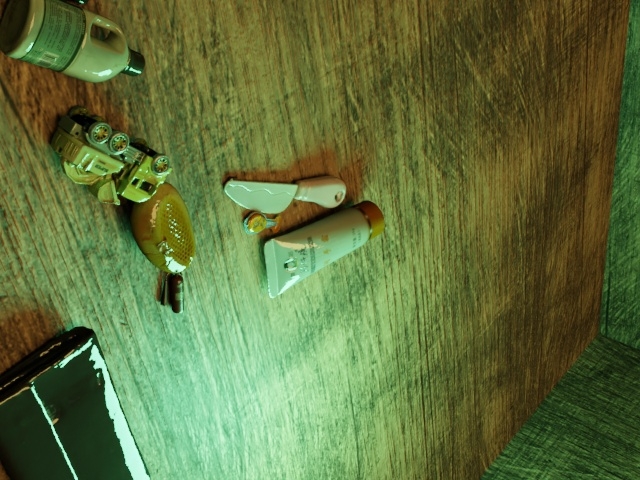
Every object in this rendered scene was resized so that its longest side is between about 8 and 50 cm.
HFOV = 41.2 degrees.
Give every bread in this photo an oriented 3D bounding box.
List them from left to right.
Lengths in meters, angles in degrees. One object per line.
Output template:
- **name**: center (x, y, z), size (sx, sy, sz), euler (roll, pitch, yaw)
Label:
- **bread**: center (-0.275, -0.022, 1.471), size (0.189, 0.077, 0.114), euler (79, 29, -46)

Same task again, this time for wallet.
- **wallet**: center (-0.435, 0.358, 1.484), size (0.228, 0.062, 0.406), euler (-39, 136, -33)

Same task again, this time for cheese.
- **cheese**: center (-0.116, -0.034, 1.716), size (0.111, 0.017, 0.047), euler (2, 111, -53)

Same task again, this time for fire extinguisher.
- **fire extinguisher**: center (-0.276, 0.090, 1.577), size (0.046, 0.032, 0.100), euler (-5, 118, -14)

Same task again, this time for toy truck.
- **toy truck**: center (-0.334, -0.122, 1.331), size (0.191, 0.085, 0.116), euler (29, 95, -51)

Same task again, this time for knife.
- **knife**: center (-0.075, -0.094, 1.734), size (0.336, 0.043, 0.081), euler (-3, 120, -45)

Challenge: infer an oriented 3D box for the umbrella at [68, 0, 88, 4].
- **umbrella**: center (-0.266, -0.480, 1.167), size (0.128, 0.154, 0.337), euler (25, 87, -14)

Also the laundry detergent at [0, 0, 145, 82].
- **laundry detergent**: center (-0.347, -0.285, 1.235), size (0.225, 0.070, 0.099), euler (10, 100, -53)

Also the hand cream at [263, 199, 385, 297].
- **hand cream**: center (0.000, 0.000, 1.838), size (0.314, 0.089, 0.140), euler (-28, 129, -31)
